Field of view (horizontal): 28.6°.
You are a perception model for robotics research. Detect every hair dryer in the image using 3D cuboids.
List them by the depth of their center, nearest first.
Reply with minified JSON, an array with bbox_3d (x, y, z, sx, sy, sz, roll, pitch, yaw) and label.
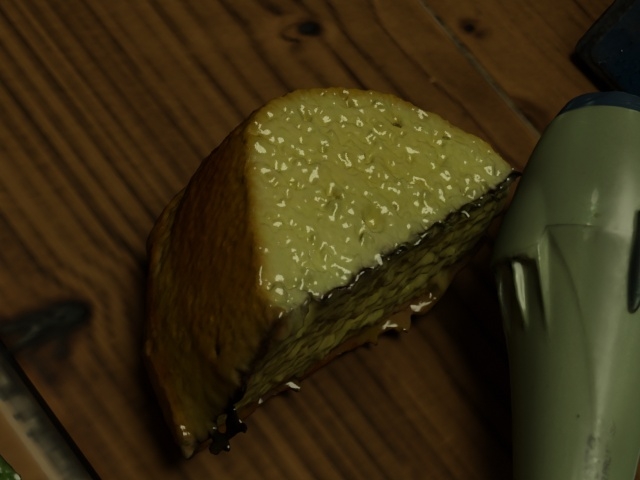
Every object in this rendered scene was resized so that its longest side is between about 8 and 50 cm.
[{"bbox_3d":[0.207,0.096,0.722,0.298,0.119,0.296,35,65,-5],"label":"hair dryer"}]

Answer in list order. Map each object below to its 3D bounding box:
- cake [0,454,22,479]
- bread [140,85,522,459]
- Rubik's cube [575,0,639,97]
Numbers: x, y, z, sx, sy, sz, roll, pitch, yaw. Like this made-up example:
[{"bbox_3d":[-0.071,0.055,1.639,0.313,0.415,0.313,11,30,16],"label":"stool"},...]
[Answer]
[{"bbox_3d":[-0.220,0.084,0.506,0.235,0.099,0.100,42,44,17],"label":"cake"},{"bbox_3d":[-0.010,-0.004,0.676,0.134,0.129,0.260,43,42,13],"label":"bread"},{"bbox_3d":[0.449,-0.182,1.006,0.301,0.305,0.303,48,46,7],"label":"Rubik's cube"}]
